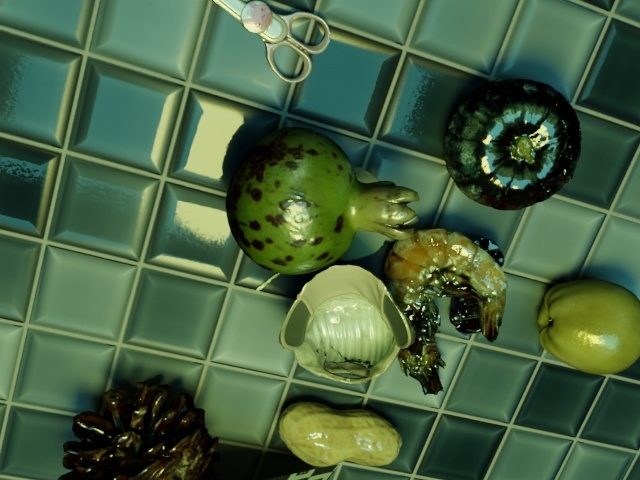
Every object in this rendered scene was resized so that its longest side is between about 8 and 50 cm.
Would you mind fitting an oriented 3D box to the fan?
[{"bbox_3d":[0.000,0.000,1.287,0.310,0.010,0.182,-40,111,6],"label":"fan"}]

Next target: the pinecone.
[{"bbox_3d":[-0.328,0.393,1.245,0.298,0.242,0.295,-28,125,-44],"label":"pinecone"}]

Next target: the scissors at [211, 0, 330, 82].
[{"bbox_3d":[-0.101,-0.361,1.127,0.242,0.030,0.118,32,101,-21],"label":"scissors"}]

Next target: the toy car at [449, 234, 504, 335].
[{"bbox_3d":[0.293,0.086,1.338,0.103,0.063,0.216,-8,121,-2],"label":"toy car"}]

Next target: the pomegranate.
[{"bbox_3d":[-0.002,-0.042,1.139,0.306,0.242,0.242,27,105,3],"label":"pomegranate"}]

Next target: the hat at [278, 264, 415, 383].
[{"bbox_3d":[0.046,0.135,1.240,0.232,0.161,0.275,-6,140,5],"label":"hat"}]

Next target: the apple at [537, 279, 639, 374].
[{"bbox_3d":[0.521,0.164,1.343,0.200,0.200,0.200,-3,110,-8],"label":"apple"}]

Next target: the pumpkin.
[{"bbox_3d":[0.330,-0.163,1.197,0.233,0.163,0.233,-1,104,-3],"label":"pumpkin"}]

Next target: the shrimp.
[{"bbox_3d":[0.235,0.143,1.304,0.233,0.071,0.364,0,114,24],"label":"shrimp"}]

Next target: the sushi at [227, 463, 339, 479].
[{"bbox_3d":[-0.180,0.550,1.361,0.343,0.064,0.359,5,126,-44],"label":"sushi"}]

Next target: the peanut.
[{"bbox_3d":[0.040,0.390,1.377,0.257,0.123,0.123,14,107,-13],"label":"peanut"}]
